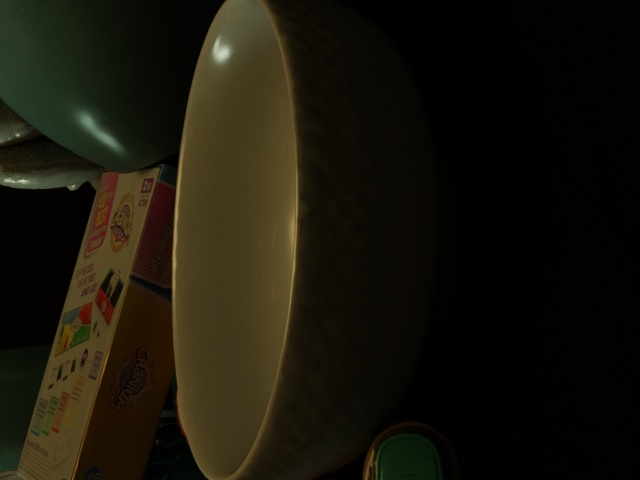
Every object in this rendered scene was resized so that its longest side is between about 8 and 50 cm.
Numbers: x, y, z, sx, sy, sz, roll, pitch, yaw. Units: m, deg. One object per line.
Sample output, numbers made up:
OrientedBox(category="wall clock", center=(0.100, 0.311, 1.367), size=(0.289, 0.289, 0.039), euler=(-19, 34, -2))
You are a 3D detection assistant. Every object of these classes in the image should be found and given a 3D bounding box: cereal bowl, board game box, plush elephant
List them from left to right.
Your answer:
OrientedBox(category="plush elephant", center=(-0.249, -0.129, 1.930), size=(0.255, 0.330, 0.271), euler=(78, -164, -55))
OrientedBox(category="board game box", center=(-0.190, 0.090, 1.708), size=(0.242, 0.064, 0.316), euler=(-176, 102, -71))
OrientedBox(category="cereal bowl", center=(0.000, 0.000, 1.242), size=(0.339, 0.141, 0.338), euler=(-178, 90, -72))

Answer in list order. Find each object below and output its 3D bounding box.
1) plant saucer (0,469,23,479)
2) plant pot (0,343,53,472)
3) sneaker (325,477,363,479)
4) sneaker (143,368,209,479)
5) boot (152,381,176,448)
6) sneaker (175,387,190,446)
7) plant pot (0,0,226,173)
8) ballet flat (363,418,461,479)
OrientedBox(category="plant saucer", center=(-0.243, 0.366, 1.916), size=(0.311, 0.050, 0.310), euler=(26, 132, 33))
OrientedBox(category="plant pot", center=(-0.394, 0.271, 2.332), size=(0.293, 0.235, 0.293), euler=(-178, 90, -73))
OrientedBox(category="sneaker", center=(0.010, 0.242, 1.215), size=(0.077, 0.072, 0.178), euler=(-75, -18, -49))
OrientedBox(category="sneaker", center=(-0.120, 0.228, 1.658), size=(0.107, 0.110, 0.275), euler=(139, 132, -67))
OrientedBox(category="boot", center=(-0.171, 0.158, 1.893), size=(0.236, 0.085, 0.178), euler=(-113, 26, -54))
OrientedBox(category="sneaker", center=(-0.074, 0.086, 1.569), size=(0.128, 0.087, 0.221), euler=(109, 155, -47))
OrientedBox(category="plant pot", center=(-0.165, -0.175, 1.652), size=(0.195, 0.290, 0.290), euler=(64, 166, -9))
OrientedBox(category="ballet flat", center=(0.066, 0.229, 1.148), size=(0.073, 0.080, 0.232), euler=(39, -128, -76))
